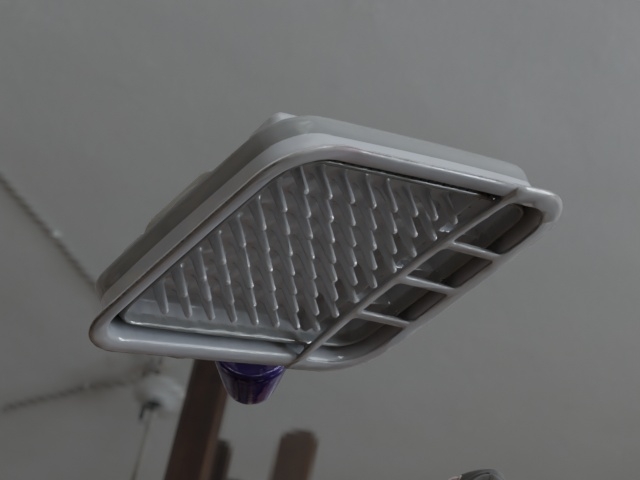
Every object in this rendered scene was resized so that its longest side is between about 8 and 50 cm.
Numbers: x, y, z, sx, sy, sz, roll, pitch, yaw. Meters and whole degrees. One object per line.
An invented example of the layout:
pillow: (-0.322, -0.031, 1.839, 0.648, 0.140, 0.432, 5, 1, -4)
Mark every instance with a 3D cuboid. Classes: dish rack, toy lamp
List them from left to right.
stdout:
toy lamp: (-0.061, 0.054, 1.546, 0.080, 0.080, 0.275, 8, -42, 4)
dish rack: (0.000, 0.000, 1.325, 0.332, 0.072, 0.285, 9, -38, -46)

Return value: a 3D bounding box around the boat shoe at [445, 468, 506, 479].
boat shoe: (0.074, 0.354, 1.705, 0.335, 0.095, 0.112, -41, -80, 20)
